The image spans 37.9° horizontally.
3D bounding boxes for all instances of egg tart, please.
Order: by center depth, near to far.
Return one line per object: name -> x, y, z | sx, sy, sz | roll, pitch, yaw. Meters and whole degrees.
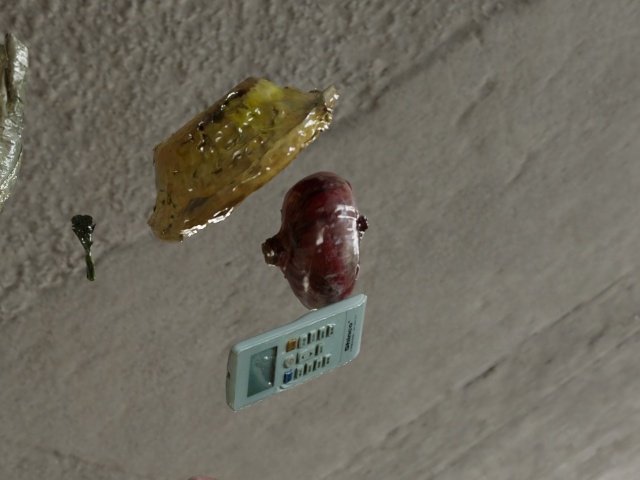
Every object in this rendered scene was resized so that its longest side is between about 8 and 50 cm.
egg tart -> -0.129, -0.133, 1.318 | 0.341, 0.129, 0.341 | -36, -169, 8

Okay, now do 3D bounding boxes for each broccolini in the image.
broccolini -> -0.353, 0.013, 1.394 | 0.035, 0.030, 0.140 | 10, 139, -2

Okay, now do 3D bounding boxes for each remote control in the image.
remote control -> -0.019, 0.093, 0.808 | 0.162, 0.029, 0.061 | -16, 121, -42

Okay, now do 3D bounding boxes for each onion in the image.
onion -> 0.000, 0.000, 1.331 | 0.151, 0.206, 0.098 | -6, 175, -22

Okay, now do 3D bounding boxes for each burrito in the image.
burrito -> -0.389, -0.137, 1.123 | 0.063, 0.229, 0.058 | -1, 163, 7

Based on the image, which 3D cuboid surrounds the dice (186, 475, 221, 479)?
dice -> -0.169, 0.419, 1.438 | 0.093, 0.094, 0.091 | 29, 77, -53
